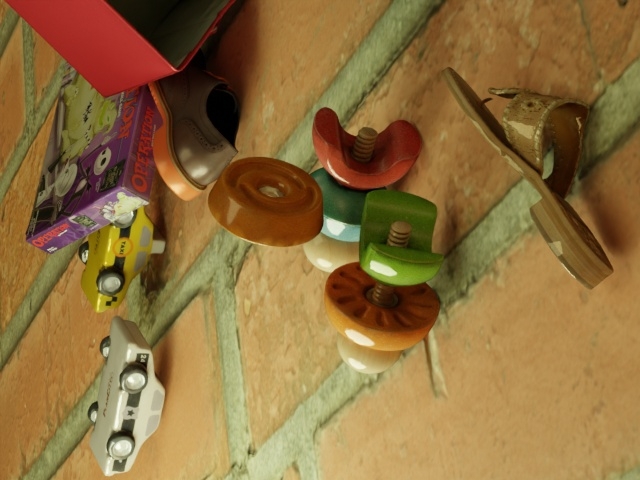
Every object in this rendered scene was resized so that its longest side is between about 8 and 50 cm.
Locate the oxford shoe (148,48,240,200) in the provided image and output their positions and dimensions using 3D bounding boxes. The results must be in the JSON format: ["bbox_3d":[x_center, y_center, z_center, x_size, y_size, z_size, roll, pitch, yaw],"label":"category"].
[{"bbox_3d":[-0.137,-0.160,2.053,0.098,0.097,0.271,-31,41,19],"label":"oxford shoe"}]

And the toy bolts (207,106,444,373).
[{"bbox_3d":[0.000,0.000,1.573,0.228,0.218,0.158,-86,10,-54],"label":"toy bolts"}]

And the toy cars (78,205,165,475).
[{"bbox_3d":[-0.235,0.093,2.188,0.176,0.087,0.393,145,124,-60],"label":"toy cars"}]

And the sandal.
[{"bbox_3d":[0.180,-0.071,1.344,0.079,0.088,0.240,-39,49,14],"label":"sandal"}]

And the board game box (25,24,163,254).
[{"bbox_3d":[-0.263,-0.168,2.192,0.208,0.056,0.346,-22,49,39],"label":"board game box"}]

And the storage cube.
[{"bbox_3d":[-0.222,-0.305,2.016,0.193,0.215,0.183,-10,40,58],"label":"storage cube"}]
